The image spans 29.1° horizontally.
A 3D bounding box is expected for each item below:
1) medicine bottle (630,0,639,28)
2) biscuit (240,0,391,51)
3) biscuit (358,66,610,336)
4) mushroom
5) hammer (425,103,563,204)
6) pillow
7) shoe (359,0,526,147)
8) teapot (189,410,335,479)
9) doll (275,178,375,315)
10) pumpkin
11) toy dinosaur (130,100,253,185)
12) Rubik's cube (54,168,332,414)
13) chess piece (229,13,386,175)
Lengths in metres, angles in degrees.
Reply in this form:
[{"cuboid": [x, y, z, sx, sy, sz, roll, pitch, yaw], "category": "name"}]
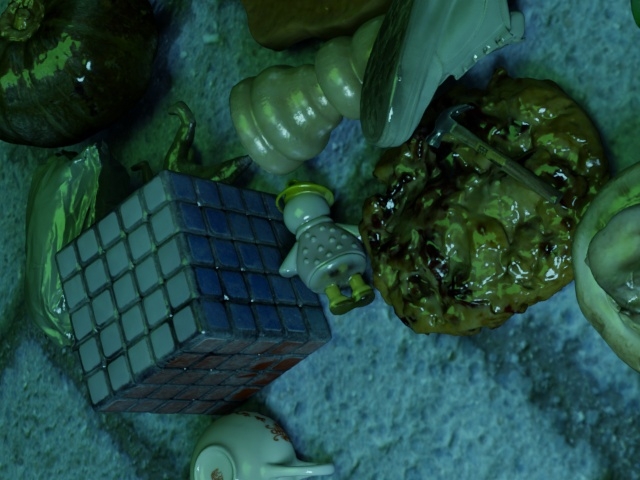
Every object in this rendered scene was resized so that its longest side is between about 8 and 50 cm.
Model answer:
[{"cuboid": [0.439, -0.227, 1.183, 0.274, 0.133, 0.133, 24, 99, 41], "category": "medicine bottle"}, {"cuboid": [0.012, -0.443, 1.638, 0.365, 0.062, 0.385, -14, 72, 41], "category": "biscuit"}, {"cuboid": [0.174, -0.044, 1.425, 0.334, 0.081, 0.289, -42, 59, 27], "category": "biscuit"}, {"cuboid": [0.359, 0.023, 1.185, 0.255, 0.184, 0.255, -25, 53, 39], "category": "mushroom"}, {"cuboid": [0.196, -0.094, 1.361, 0.182, 0.017, 0.062, 38, 103, 33], "category": "hammer"}, {"cuboid": [-0.373, 0.006, 1.833, 0.283, 0.138, 0.310, 175, 101, -66], "category": "pillow"}, {"cuboid": [0.157, -0.237, 1.419, 0.124, 0.159, 0.316, 172, 116, -71], "category": "shoe"}, {"cuboid": [-0.091, 0.301, 1.595, 0.245, 0.116, 0.159, -2, 71, 35], "category": "teapot"}, {"cuboid": [0.000, 0.000, 1.565, 0.129, 0.081, 0.207, -24, 59, -3], "category": "doll"}, {"cuboid": [-0.355, -0.270, 1.856, 0.232, 0.242, 0.325, 25, 86, 20], "category": "pumpkin"}, {"cuboid": [-0.205, -0.067, 1.767, 0.294, 0.077, 0.162, -50, 58, 41], "category": "toy dinosaur"}, {"cuboid": [-0.166, 0.074, 1.599, 0.238, 0.237, 0.237, -35, 61, 32], "category": "Rubik's cube"}, {"cuboid": [0.020, -0.198, 1.555, 0.261, 0.143, 0.143, -29, 65, 30], "category": "chess piece"}]
